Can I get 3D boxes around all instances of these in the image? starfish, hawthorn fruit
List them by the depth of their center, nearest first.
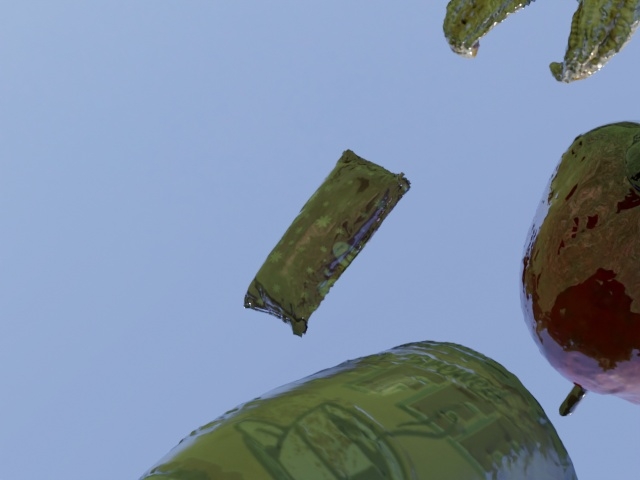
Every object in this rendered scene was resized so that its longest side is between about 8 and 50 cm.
[{"bbox_3d":[0.155,-0.215,1.036,0.238,0.216,0.071,-26,175,-2],"label":"starfish"},{"bbox_3d":[0.248,0.030,1.277,0.215,0.215,0.250,39,-72,58],"label":"hawthorn fruit"}]

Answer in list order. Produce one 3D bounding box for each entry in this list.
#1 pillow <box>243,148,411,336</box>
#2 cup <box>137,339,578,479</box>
[{"bbox_3d":[0.000,0.000,1.586,0.185,0.043,0.118,-58,-144,-1],"label":"pillow"},{"bbox_3d":[0.030,0.202,1.013,0.301,0.227,0.257,17,-162,39],"label":"cup"}]
